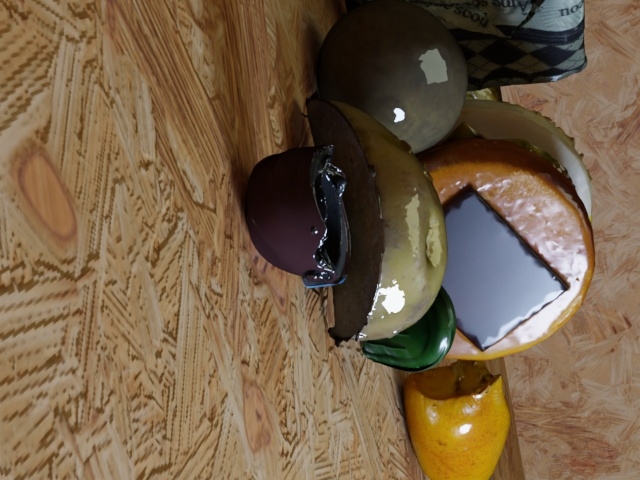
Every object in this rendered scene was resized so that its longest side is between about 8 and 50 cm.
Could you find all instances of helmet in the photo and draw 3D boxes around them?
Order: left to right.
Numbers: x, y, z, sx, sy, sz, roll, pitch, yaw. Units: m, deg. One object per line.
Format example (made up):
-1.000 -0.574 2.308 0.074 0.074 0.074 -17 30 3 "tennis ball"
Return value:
-0.019 -0.018 0.923 0.123 0.070 0.098 76 17 -57 "helmet"

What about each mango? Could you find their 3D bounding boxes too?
0.171 0.230 1.515 0.252 0.126 0.154 78 2 -56 "mango"

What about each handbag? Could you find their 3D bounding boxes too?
0.143 -0.347 1.396 0.416 0.316 0.180 71 14 -57 "handbag"

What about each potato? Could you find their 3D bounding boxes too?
0.061 -0.032 1.111 0.138 0.098 0.243 155 -71 -65 "potato"

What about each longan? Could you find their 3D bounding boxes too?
0.074 -0.171 1.289 0.187 0.167 0.167 168 -87 -81 "longan"

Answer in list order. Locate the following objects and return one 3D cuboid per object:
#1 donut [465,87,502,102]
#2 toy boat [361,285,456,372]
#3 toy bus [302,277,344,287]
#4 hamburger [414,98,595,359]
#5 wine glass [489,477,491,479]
0.192 -0.194 1.829 0.360 0.170 0.360 -11 90 -80 "donut"
0.079 0.078 1.214 0.210 0.052 0.104 176 -86 -72 "toy boat"
0.000 0.000 1.078 0.046 0.038 0.083 29 54 -79 "toy bus"
0.185 -0.017 1.403 0.225 0.291 0.291 -74 153 -66 "hamburger"
0.207 0.300 1.771 0.073 0.073 0.155 -83 163 -53 "wine glass"
